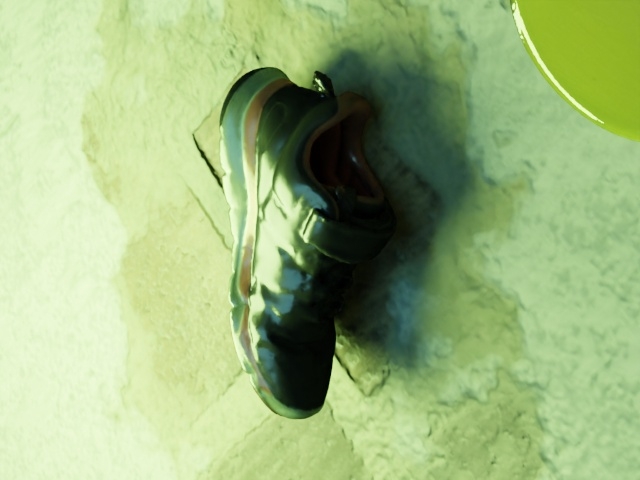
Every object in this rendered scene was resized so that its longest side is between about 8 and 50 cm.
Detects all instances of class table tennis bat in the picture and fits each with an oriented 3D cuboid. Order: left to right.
[{"bbox_3d":[0.191,-0.224,1.028,0.368,0.054,0.224,45,124,21],"label":"table tennis bat"}]

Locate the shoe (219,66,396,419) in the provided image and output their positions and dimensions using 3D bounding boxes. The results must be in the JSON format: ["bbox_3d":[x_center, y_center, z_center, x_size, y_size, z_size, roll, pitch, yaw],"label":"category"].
[{"bbox_3d":[0.000,0.000,1.188,0.137,0.114,0.291,-1,93,35],"label":"shoe"}]
